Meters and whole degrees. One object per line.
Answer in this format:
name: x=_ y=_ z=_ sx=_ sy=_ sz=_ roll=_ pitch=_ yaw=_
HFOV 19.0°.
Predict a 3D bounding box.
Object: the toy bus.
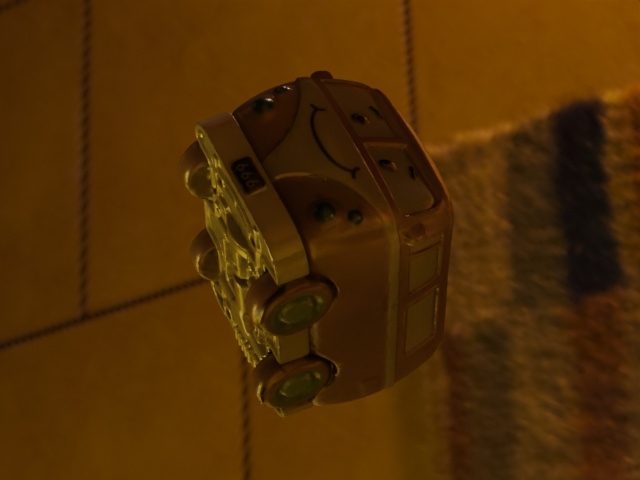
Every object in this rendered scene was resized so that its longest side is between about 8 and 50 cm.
toy bus: x=0.000 y=0.000 z=1.199 sx=0.142 sy=0.202 sz=0.142 roll=-20 pitch=58 yaw=-12
